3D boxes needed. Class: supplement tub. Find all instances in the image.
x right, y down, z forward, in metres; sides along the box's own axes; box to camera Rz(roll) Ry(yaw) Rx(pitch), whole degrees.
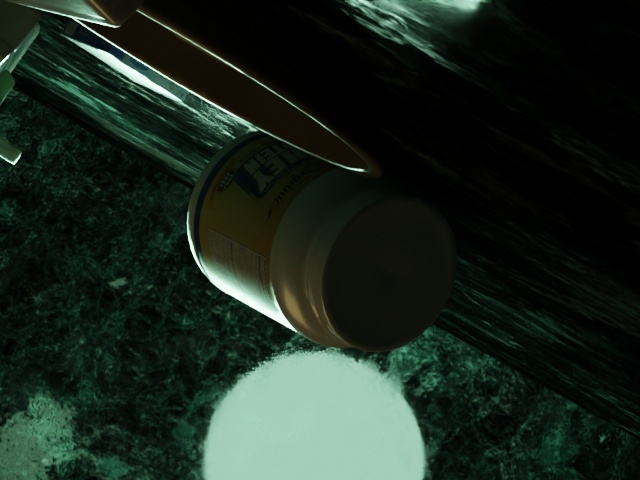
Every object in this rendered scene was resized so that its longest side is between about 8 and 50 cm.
[{"bbox_3d":[0.000,0.000,1.469,0.144,0.144,0.200,32,176,-36],"label":"supplement tub"}]

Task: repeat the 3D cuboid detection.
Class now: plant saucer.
[{"bbox_3d":[-0.074,-0.123,1.161,0.278,0.041,0.278,30,176,2],"label":"plant saucer"}]

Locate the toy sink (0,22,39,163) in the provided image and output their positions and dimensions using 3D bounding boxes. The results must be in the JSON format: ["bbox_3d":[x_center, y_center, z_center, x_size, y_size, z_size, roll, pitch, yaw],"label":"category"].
[{"bbox_3d":[-0.365,-0.200,1.789,0.234,0.131,0.153,34,178,17],"label":"toy sink"}]

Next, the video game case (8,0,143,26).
[{"bbox_3d":[-0.198,-0.194,0.950,0.206,0.026,0.227,45,171,-24],"label":"video game case"}]

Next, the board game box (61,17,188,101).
[{"bbox_3d":[-0.170,-0.158,1.644,0.090,0.020,0.090,33,175,-38],"label":"board game box"}]

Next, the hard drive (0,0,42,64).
[{"bbox_3d":[-0.337,-0.236,1.217,0.353,0.047,0.233,40,175,-10],"label":"hard drive"}]
